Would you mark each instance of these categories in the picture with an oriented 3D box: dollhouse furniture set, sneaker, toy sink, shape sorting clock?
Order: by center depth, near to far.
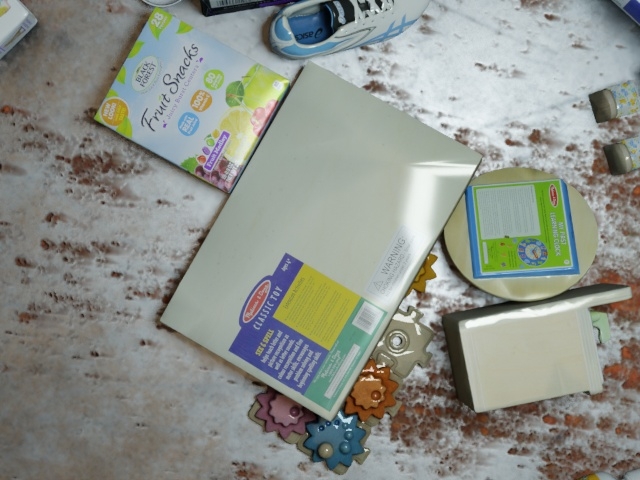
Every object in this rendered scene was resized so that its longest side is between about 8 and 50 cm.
[{"bbox_3d":[0.296,0.144,1.818,0.234,0.153,0.131,-12,91,-4],"label":"toy sink"},{"bbox_3d":[0.505,-0.128,1.819,0.212,0.161,0.242,-17,91,-2],"label":"dollhouse furniture set"},{"bbox_3d":[0.045,-0.300,1.827,0.237,0.086,0.085,-21,90,-13],"label":"sneaker"},{"bbox_3d":[0.269,-0.009,1.835,0.206,0.040,0.206,-3,59,5],"label":"shape sorting clock"}]

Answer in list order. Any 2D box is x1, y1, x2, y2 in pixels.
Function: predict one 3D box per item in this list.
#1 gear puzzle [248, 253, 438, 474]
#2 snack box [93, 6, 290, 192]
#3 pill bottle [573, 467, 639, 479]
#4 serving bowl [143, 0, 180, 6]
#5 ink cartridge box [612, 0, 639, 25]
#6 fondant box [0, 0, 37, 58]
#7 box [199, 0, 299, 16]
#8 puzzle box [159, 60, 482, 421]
[{"bbox_3d":[0.060,0.146,1.858,0.175,0.044,0.339,33,89,-3],"label":"gear puzzle"},{"bbox_3d":[-0.170,-0.186,1.832,0.207,0.070,0.174,28,90,-1],"label":"snack box"},{"bbox_3d":[0.354,0.380,1.839,0.208,0.117,0.117,-20,92,-2],"label":"pill bottle"},{"bbox_3d":[-0.214,-0.355,1.848,0.083,0.027,0.083,0,90,-3],"label":"serving bowl"},{"bbox_3d":[0.480,-0.437,1.767,0.324,0.071,0.330,42,81,3],"label":"ink cartridge box"},{"bbox_3d":[-0.576,-0.265,1.799,0.330,0.096,0.238,-44,92,-1],"label":"fondant box"},{"bbox_3d":[-0.100,-0.447,1.795,0.165,0.143,0.270,-10,91,-3],"label":"box"},{"bbox_3d":[0.000,0.000,1.827,0.272,0.052,0.409,30,89,8],"label":"puzzle box"}]
